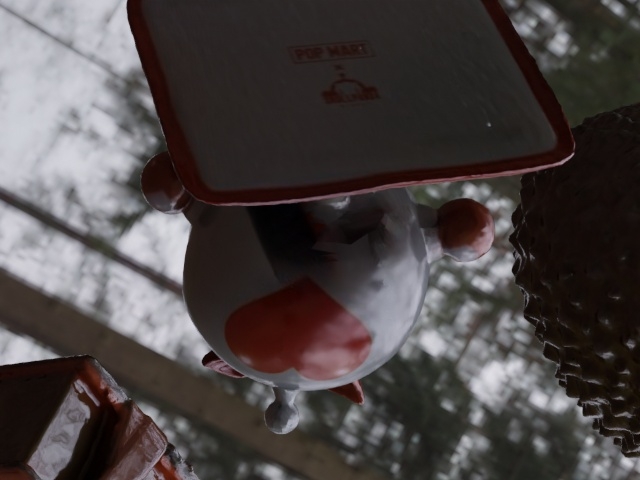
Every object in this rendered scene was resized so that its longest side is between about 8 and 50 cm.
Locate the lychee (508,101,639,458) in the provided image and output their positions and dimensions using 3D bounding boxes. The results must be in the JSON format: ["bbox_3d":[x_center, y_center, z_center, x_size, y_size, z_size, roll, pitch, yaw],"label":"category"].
[{"bbox_3d":[0.376,0.034,1.537,0.380,0.380,0.432,0,-82,59],"label":"lychee"}]

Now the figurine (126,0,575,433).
[{"bbox_3d":[0.000,0.000,0.800,0.226,0.183,0.160,98,-21,-44],"label":"figurine"}]

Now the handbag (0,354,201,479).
[{"bbox_3d":[-0.116,0.104,0.523,0.190,0.127,0.063,-10,-142,34],"label":"handbag"}]
